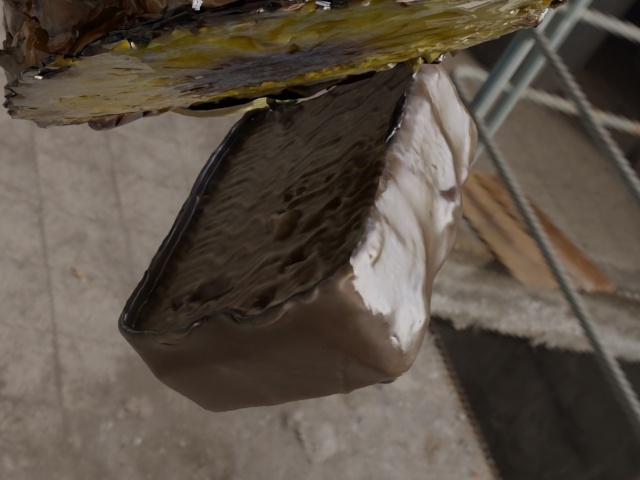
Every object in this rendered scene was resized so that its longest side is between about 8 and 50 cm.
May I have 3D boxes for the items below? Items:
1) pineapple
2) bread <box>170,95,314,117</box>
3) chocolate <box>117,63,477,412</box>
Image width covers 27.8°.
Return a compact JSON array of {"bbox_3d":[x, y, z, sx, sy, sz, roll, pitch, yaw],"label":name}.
[{"bbox_3d":[-0.040,-0.203,0.552,0.262,0.262,0.272,-10,89,-49],"label":"pineapple"},{"bbox_3d":[-0.047,-0.290,1.064,0.236,0.389,0.183,22,22,18],"label":"bread"},{"bbox_3d":[0.000,0.000,0.668,0.093,0.148,0.214,52,38,-27],"label":"chocolate"}]
